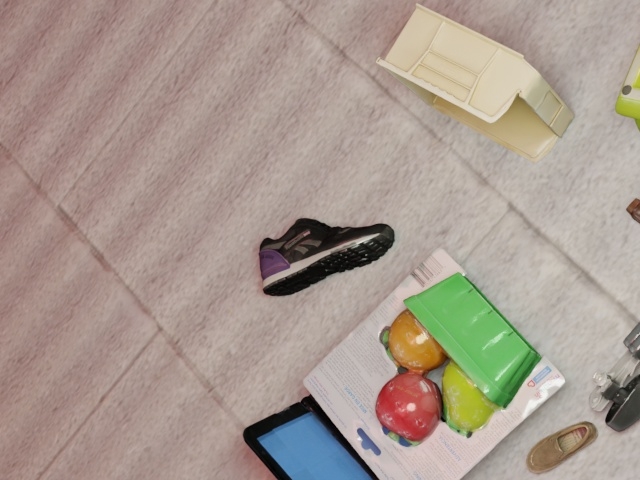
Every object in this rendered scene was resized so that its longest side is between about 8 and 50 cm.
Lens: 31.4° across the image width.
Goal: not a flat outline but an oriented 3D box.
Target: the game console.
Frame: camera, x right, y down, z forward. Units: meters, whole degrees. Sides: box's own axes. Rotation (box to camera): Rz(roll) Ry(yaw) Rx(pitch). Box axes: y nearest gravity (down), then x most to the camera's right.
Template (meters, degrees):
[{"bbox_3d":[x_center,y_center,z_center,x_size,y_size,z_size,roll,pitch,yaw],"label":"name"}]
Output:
[{"bbox_3d":[0.059,0.351,2.010,0.293,0.173,0.250,44,102,26],"label":"game console"}]

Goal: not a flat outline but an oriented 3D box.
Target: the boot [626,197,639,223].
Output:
[{"bbox_3d":[0.579,-0.046,1.887,0.106,0.037,0.114,-52,59,25],"label":"boot"}]

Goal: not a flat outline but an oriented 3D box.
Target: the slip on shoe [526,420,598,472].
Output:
[{"bbox_3d":[0.400,0.346,1.908,0.135,0.041,0.051,-31,69,19],"label":"slip on shoe"}]

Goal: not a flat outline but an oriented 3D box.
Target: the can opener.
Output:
[{"bbox_3d":[0.539,0.179,1.862,0.093,0.074,0.280,33,100,-7],"label":"can opener"}]

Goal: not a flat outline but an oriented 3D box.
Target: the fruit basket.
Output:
[{"bbox_3d":[0.189,0.243,1.963,0.353,0.165,0.327,-48,64,12],"label":"fruit basket"}]

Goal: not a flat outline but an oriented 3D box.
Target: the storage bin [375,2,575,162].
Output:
[{"bbox_3d":[0.275,-0.262,1.956,0.260,0.262,0.123,34,95,28],"label":"storage bin"}]

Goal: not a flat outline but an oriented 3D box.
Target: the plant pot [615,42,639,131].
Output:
[{"bbox_3d":[0.610,-0.247,1.777,0.227,0.207,0.228,24,91,49],"label":"plant pot"}]

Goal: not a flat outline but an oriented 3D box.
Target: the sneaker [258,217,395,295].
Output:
[{"bbox_3d":[0.000,0.000,2.145,0.283,0.107,0.124,-21,66,23],"label":"sneaker"}]
